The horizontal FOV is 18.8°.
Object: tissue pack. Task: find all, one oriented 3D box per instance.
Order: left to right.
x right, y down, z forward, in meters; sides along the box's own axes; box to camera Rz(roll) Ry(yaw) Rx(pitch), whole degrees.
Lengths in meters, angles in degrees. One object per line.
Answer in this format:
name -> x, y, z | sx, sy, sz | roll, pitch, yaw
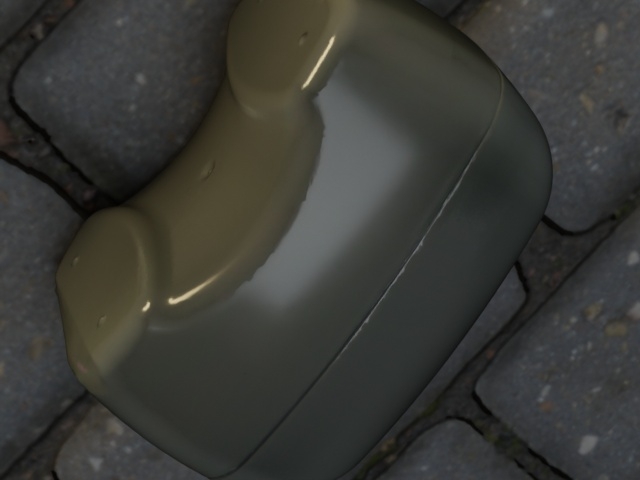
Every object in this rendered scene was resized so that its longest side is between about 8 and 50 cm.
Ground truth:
tissue pack -> 0.000, 0.000, 1.286 | 0.236, 0.229, 0.333 | 32, 100, -25
